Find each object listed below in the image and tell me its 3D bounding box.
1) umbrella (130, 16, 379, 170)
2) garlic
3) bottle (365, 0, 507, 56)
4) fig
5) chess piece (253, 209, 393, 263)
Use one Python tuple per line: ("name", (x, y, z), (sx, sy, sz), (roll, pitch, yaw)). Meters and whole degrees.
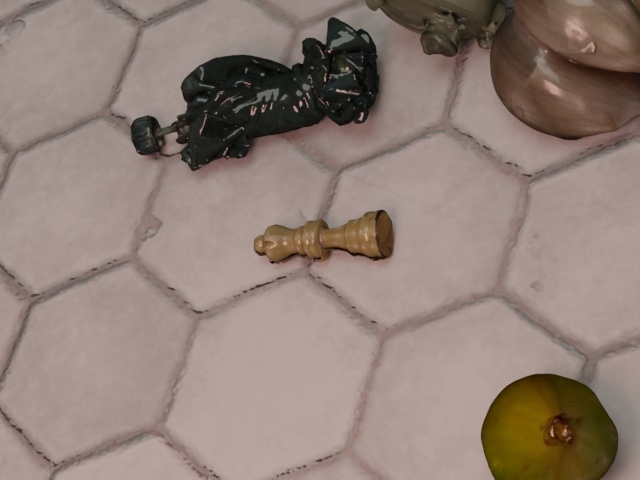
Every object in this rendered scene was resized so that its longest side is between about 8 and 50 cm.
("umbrella", (-0.090, -0.178, 2.064), (0.348, 0.094, 0.143), (-13, 51, 18))
("garlic", (0.329, -0.241, 1.912), (0.237, 0.210, 0.292), (-9, 45, -24))
("bottle", (0.162, -0.409, 2.034), (0.229, 0.229, 0.352), (12, 72, 29))
("fig", (0.237, 0.204, 1.664), (0.153, 0.120, 0.136), (-2, 61, 50))
("chess piece", (0.000, 0.000, 1.935), (0.172, 0.060, 0.060), (-6, 57, 23))
